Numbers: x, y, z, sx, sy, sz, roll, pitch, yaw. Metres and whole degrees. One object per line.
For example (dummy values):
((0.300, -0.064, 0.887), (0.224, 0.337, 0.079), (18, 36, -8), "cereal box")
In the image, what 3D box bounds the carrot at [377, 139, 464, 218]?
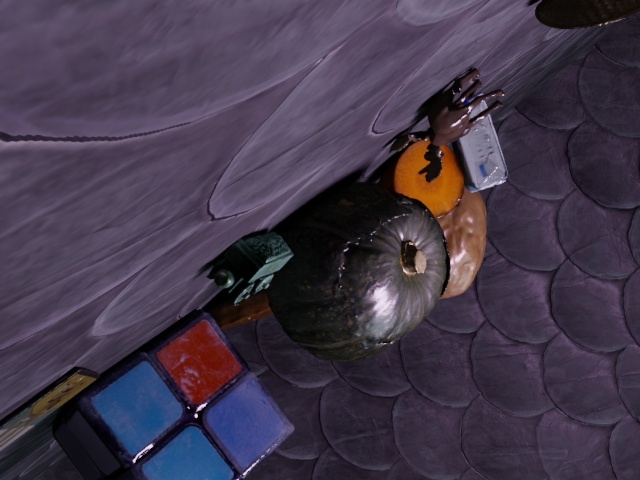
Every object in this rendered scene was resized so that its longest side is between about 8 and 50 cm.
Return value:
((0.191, -0.116, 1.519), (0.159, 0.159, 0.225), (-37, -173, -13), "carrot")

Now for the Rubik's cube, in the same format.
((-0.298, 0.378, 1.420), (0.316, 0.318, 0.313), (-37, 177, -37), "Rubik's cube")

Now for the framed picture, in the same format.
((-0.474, 0.293, 1.049), (0.323, 0.013, 0.244), (-38, 176, -16), "framed picture")

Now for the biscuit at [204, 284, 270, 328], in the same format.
((-0.073, 0.108, 1.556), (0.394, 0.070, 0.350), (-24, 173, 29), "biscuit")

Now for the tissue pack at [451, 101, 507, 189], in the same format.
((0.329, -0.196, 1.526), (0.089, 0.177, 0.263), (-18, 180, 11), "tissue pack")

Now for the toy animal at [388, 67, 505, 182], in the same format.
((0.197, -0.184, 1.151), (0.186, 0.094, 0.214), (-43, 169, 8), "toy animal")

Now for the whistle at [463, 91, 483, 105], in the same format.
((0.271, -0.257, 1.358), (0.083, 0.029, 0.033), (-32, 164, 31), "whistle")

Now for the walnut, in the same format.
((0.261, -0.006, 1.775), (0.306, 0.344, 0.306), (-5, -172, 1), "walnut")

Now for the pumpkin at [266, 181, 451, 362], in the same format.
((0.069, 0.045, 1.247), (0.257, 0.292, 0.328), (-3, -144, 45), "pumpkin")

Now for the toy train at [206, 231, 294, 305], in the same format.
((-0.099, 0.033, 1.053), (0.099, 0.070, 0.172), (-46, 173, 13), "toy train")

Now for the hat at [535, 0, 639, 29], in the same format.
((0.339, -0.328, 0.895), (0.146, 0.067, 0.146), (-14, -144, 11), "hat")
